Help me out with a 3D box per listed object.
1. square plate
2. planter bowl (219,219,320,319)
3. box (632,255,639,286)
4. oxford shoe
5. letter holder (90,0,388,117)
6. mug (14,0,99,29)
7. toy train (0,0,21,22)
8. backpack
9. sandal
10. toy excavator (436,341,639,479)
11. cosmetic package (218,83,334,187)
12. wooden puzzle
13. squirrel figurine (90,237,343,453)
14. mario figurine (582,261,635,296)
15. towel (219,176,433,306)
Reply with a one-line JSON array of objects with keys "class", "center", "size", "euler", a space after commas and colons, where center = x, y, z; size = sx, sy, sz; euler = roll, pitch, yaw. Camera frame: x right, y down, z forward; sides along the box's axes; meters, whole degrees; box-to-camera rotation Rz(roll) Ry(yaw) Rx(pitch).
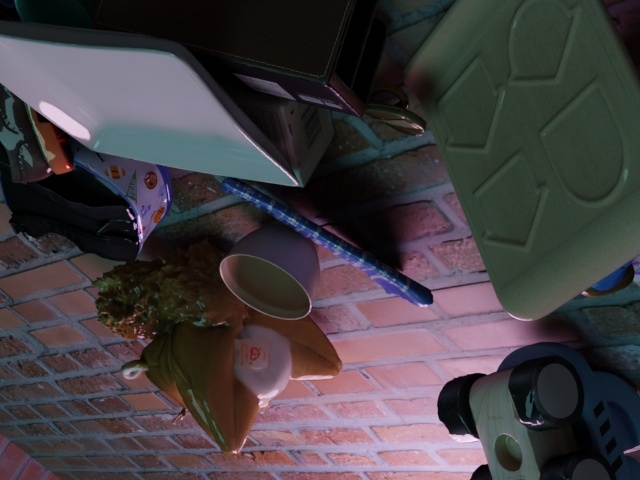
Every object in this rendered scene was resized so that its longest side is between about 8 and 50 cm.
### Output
[{"class": "square plate", "center": [-0.231, -0.174, 1.260], "size": [0.344, 0.049, 0.347], "euler": [12, 164, 25]}, {"class": "planter bowl", "center": [-0.067, 0.037, 1.663], "size": [0.162, 0.109, 0.162], "euler": [20, 146, 14]}, {"class": "box", "center": [0.487, -0.024, 1.199], "size": [0.063, 0.067, 0.324], "euler": [40, 145, -17]}, {"class": "oxford shoe", "center": [-0.433, -0.204, 1.401], "size": [0.098, 0.097, 0.271], "euler": [-20, 107, 1]}, {"class": "letter holder", "center": [-0.076, -0.294, 1.201], "size": [0.302, 0.214, 0.152], "euler": [16, 177, 19]}, {"class": "mug", "center": [-0.318, -0.313, 1.377], "size": [0.129, 0.097, 0.157], "euler": [-5, 134, 41]}, {"class": "toy train", "center": [-0.480, -0.363, 1.426], "size": [0.184, 0.080, 0.105], "euler": [39, 120, -17]}, {"class": "backpack", "center": [-0.361, -0.098, 1.607], "size": [0.263, 0.213, 0.276], "euler": [31, 152, 14]}, {"class": "sandal", "center": [0.080, -0.170, 1.274], "size": [0.072, 0.049, 0.180], "euler": [24, -173, -21]}, {"class": "toy excavator", "center": [0.462, 0.353, 1.626], "size": [0.222, 0.445, 0.432], "euler": [-28, 76, 54]}, {"class": "cosmetic package", "center": [-0.151, -0.189, 1.411], "size": [0.310, 0.113, 0.160], "euler": [15, 145, 22]}, {"class": "wooden puzzle", "center": [0.246, -0.122, 1.120], "size": [0.347, 0.081, 0.322], "euler": [67, 150, 16]}, {"class": "squirrel figurine", "center": [-0.231, 0.175, 1.901], "size": [0.370, 0.281, 0.397], "euler": [-5, 121, 56]}, {"class": "mario figurine", "center": [0.386, -0.070, 1.166], "size": [0.198, 0.170, 0.320], "euler": [17, 144, -12]}, {"class": "towel", "center": [0.000, 0.000, 1.509], "size": [0.336, 0.040, 0.243], "euler": [30, 180, -8]}]
